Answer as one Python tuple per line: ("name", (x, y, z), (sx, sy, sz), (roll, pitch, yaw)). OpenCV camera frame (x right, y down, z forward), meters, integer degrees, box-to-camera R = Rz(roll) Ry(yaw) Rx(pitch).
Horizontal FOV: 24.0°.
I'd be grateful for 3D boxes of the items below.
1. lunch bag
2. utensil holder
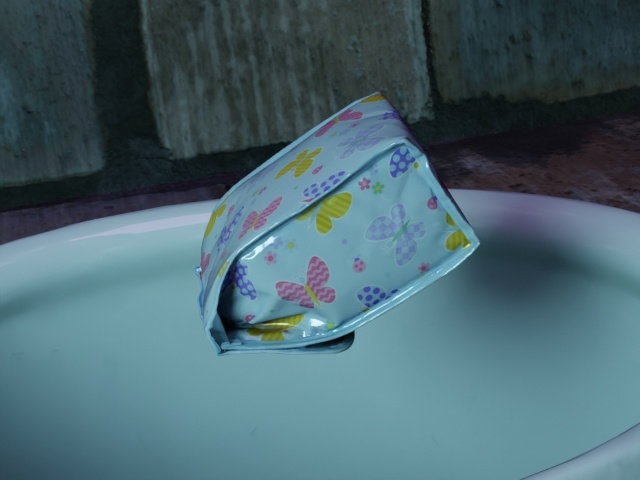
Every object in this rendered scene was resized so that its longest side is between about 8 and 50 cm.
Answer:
("lunch bag", (0.000, 0.000, 0.463), (0.083, 0.053, 0.071), (-32, 17, 4))
("utensil holder", (-0.003, 0.205, 0.543), (0.328, 0.385, 0.327), (-6, 17, 2))
